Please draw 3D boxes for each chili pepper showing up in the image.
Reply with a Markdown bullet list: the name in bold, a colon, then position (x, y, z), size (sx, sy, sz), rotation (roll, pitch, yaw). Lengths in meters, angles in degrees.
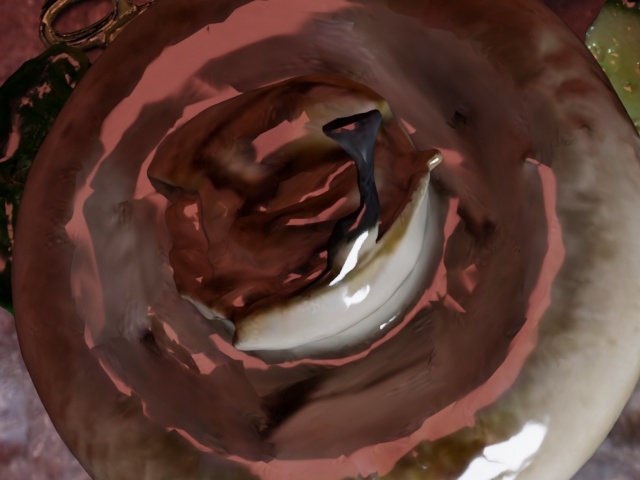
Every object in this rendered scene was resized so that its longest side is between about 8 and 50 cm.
- **chili pepper**: position (-0.189, -0.038, 1.204), size (0.073, 0.050, 0.182), rotation (7, 81, 13)

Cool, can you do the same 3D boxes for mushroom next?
- **mushroom**: position (0.000, 0.000, 1.027), size (0.362, 0.294, 0.362), rotation (-3, 75, 12)

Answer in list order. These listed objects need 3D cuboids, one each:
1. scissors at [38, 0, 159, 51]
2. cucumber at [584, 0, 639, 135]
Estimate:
- **scissors**: position (-0.085, -0.154, 1.238), size (0.187, 0.020, 0.133), rotation (-37, 72, 2)
- **cucumber**: position (0.257, -0.064, 1.113), size (0.243, 0.063, 0.115), rotation (22, 112, 15)
